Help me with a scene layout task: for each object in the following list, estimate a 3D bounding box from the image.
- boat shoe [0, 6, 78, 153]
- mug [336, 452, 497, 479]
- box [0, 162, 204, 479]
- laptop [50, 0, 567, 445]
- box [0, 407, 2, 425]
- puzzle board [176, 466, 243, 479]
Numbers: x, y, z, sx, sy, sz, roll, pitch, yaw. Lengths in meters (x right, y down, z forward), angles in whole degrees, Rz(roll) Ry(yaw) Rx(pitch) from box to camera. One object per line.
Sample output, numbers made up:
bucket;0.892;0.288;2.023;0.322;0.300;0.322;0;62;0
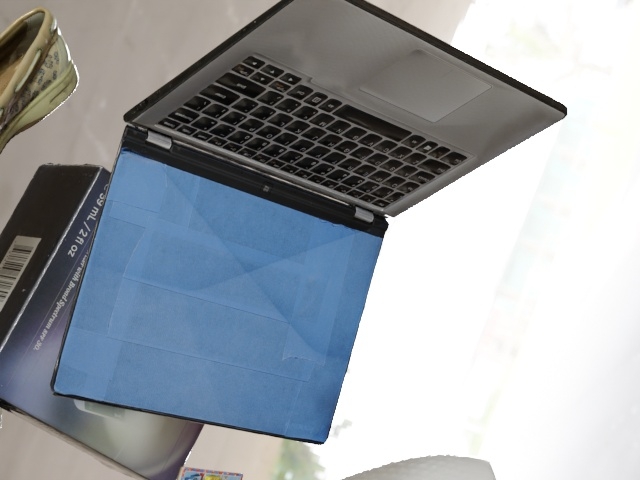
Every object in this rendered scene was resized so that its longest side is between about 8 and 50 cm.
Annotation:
boat shoe;-0.361;-0.129;1.419;0.285;0.105;0.089;-52;-32;-36
mug;0.180;0.542;2.466;0.374;0.328;0.276;-104;-6;-67
box;-0.262;0.103;1.726;0.183;0.294;0.296;6;65;54
laptop;0.000;0.000;1.381;0.408;0.382;0.236;-31;57;34
box;-0.595;0.284;2.032;0.127;0.232;0.148;-42;35;35
puzzle board;-0.125;0.296;1.434;0.096;0.011;0.128;19;-93;-51
